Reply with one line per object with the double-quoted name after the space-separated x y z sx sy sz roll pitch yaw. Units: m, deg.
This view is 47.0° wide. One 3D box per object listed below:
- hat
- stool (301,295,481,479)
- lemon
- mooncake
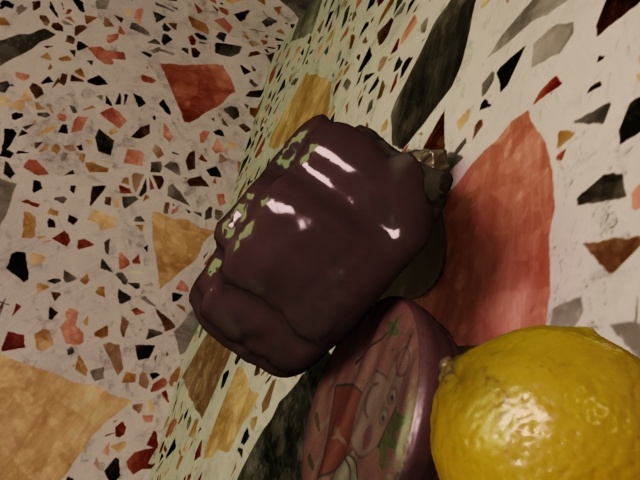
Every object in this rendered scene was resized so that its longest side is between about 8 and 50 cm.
0.140 -0.030 1.187 0.214 0.149 0.244 -19 83 41 "hat"
0.109 0.215 0.818 0.272 0.179 0.272 -54 23 35 "stool"
0.195 0.166 0.599 0.192 0.231 0.192 -50 -13 -16 "lemon"
0.000 0.000 0.944 0.350 0.212 0.381 -56 -3 2 "mooncake"
